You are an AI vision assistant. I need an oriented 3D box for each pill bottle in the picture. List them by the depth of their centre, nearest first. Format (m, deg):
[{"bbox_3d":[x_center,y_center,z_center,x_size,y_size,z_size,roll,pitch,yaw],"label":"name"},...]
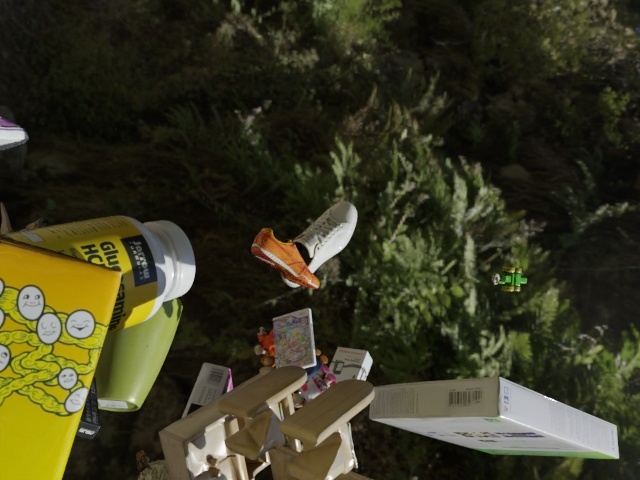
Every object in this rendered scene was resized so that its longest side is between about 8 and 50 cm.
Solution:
[{"bbox_3d":[-0.371,0.061,0.983,0.187,0.334,0.188,10,-74,36],"label":"pill bottle"}]

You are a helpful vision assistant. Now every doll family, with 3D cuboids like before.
[{"bbox_3d":[-0.073,0.338,1.677,0.263,0.163,0.118,51,13,13],"label":"doll family"}]

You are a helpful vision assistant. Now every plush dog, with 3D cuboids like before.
[{"bbox_3d":[-0.381,0.667,1.692,0.262,0.225,0.211,171,-88,-88],"label":"plush dog"}]

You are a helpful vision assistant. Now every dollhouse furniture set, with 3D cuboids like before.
[{"bbox_3d":[-0.034,0.372,1.016,0.394,0.256,0.362,3,-72,42],"label":"dollhouse furniture set"}]

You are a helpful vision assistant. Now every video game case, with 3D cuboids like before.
[{"bbox_3d":[-0.054,0.204,1.254,0.011,0.087,0.122,43,33,-52],"label":"video game case"}]

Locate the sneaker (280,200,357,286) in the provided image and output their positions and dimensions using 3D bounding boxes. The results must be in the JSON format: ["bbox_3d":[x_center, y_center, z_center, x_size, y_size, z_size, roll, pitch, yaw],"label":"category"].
[{"bbox_3d":[0.000,0.000,1.678,0.290,0.106,0.123,-51,164,-12],"label":"sneaker"}]

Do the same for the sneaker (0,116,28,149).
[{"bbox_3d":[-0.707,-0.263,1.216,0.282,0.102,0.161,-8,84,-70],"label":"sneaker"}]

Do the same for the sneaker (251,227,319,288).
[{"bbox_3d":[-0.057,0.038,1.211,0.064,0.175,0.067,1,-124,49],"label":"sneaker"}]

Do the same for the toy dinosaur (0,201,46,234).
[{"bbox_3d":[-0.819,0.027,1.760,0.200,0.295,0.127,-12,-138,52],"label":"toy dinosaur"}]

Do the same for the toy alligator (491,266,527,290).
[{"bbox_3d":[0.434,0.090,1.472,0.051,0.189,0.056,2,-92,41],"label":"toy alligator"}]

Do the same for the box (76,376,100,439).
[{"bbox_3d":[-0.596,0.351,1.396,0.045,0.184,0.191,-57,-148,10],"label":"box"}]

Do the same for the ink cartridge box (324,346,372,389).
[{"bbox_3d":[0.084,0.411,1.916,0.150,0.109,0.063,-64,143,-36],"label":"ink cartridge box"}]

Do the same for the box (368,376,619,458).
[{"bbox_3d":[0.267,0.278,0.944,0.232,0.322,0.059,-18,-126,46],"label":"box"}]

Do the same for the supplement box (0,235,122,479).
[{"bbox_3d":[-0.307,0.169,0.490,0.195,0.194,0.357,173,-67,-69],"label":"supplement box"}]

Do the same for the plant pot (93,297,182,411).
[{"bbox_3d":[-0.529,0.299,1.666,0.275,0.274,0.294,115,-20,-59],"label":"plant pot"}]

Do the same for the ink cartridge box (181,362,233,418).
[{"bbox_3d":[-0.237,0.432,1.328,0.371,0.069,0.176,97,7,-50],"label":"ink cartridge box"}]
